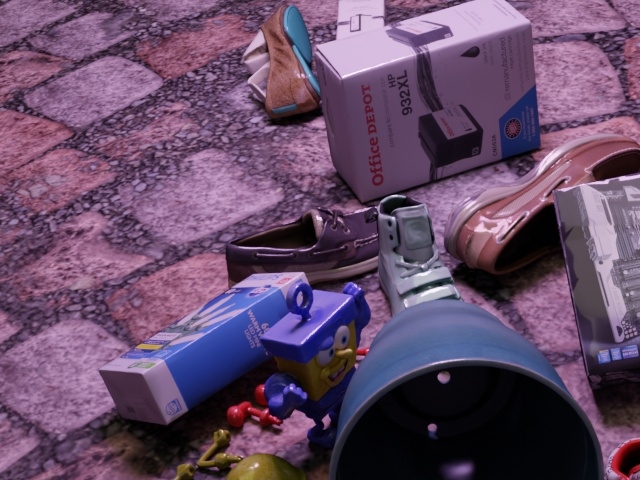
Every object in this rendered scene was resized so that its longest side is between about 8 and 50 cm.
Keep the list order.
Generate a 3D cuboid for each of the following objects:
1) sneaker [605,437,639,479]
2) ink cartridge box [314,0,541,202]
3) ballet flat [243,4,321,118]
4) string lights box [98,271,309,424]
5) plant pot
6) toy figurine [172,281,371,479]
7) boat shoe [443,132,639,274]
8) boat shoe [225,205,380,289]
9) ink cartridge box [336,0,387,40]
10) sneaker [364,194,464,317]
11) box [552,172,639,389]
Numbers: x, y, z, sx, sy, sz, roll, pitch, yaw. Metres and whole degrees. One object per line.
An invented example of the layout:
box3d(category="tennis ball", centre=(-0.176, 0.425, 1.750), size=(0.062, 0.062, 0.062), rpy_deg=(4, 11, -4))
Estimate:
box3d(category="sneaker", centre=(0.313, 0.311, 1.319), size=(0.090, 0.145, 0.270), rpy_deg=(-2, 33, 12))
box3d(category="ink cartridge box", centre=(0.166, -0.217, 2.108), size=(0.307, 0.223, 0.129), rpy_deg=(-18, 34, -11))
box3d(category="ballet flat", centre=(-0.074, -0.314, 2.457), size=(0.124, 0.116, 0.342), rpy_deg=(-27, 35, 10))
box3d(category="string lights box", centre=(-0.136, 0.134, 1.750), size=(0.259, 0.077, 0.133), rpy_deg=(-32, 15, -30))
box3d(category="plant pot", centre=(0.141, 0.191, 1.464), size=(0.271, 0.272, 0.255), rpy_deg=(-9, 22, 3))
box3d(category="toy figurine", centre=(-0.042, 0.150, 1.605), size=(0.191, 0.217, 0.362), rpy_deg=(17, 41, 36))
box3d(category="boat shoe", centre=(0.327, -0.040, 1.901), size=(0.324, 0.123, 0.116), rpy_deg=(-29, 44, -16))
box3d(category="boat shoe", centre=(0.000, 0.000, 1.939), size=(0.285, 0.092, 0.103), rpy_deg=(-18, 33, -12))
box3d(category="ink cartridge box", centre=(0.076, -0.304, 2.339), size=(0.085, 0.148, 0.203), rpy_deg=(-5, 34, 5))
box3d(category="sneaker", centre=(0.127, 0.040, 1.788), size=(0.094, 0.151, 0.256), rpy_deg=(-16, 34, -12))
box3d(category="box", centre=(0.450, 0.030, 1.640), size=(0.307, 0.076, 0.242), rpy_deg=(-11, 68, 11))
